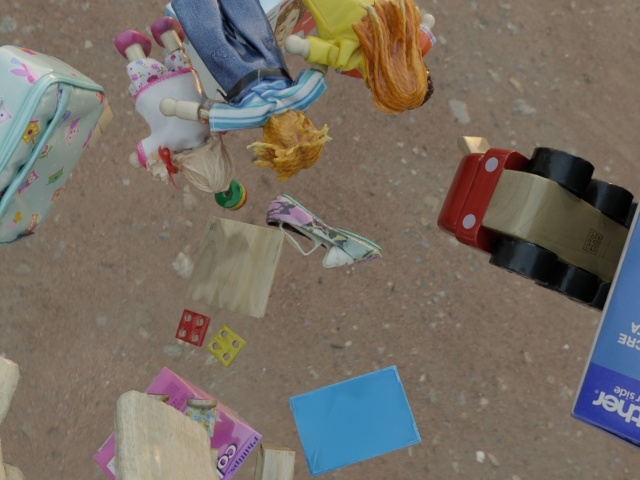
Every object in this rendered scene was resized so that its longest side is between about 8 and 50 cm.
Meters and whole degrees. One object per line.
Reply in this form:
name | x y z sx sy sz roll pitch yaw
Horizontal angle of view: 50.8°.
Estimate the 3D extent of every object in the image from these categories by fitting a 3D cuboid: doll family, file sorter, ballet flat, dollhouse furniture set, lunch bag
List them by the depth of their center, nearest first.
doll family | -0.021 -0.128 0.473 0.263 0.118 0.163 -25 76 -11
lunch bag | -0.414 -0.114 0.904 0.108 0.224 0.279 31 97 -3
dollhouse furniture set | -0.165 0.331 0.943 0.242 0.161 0.212 6 77 -5
file sorter | 0.051 0.285 1.051 0.170 0.104 0.118 -16 70 -5
ballet flat | 0.000 0.000 1.206 0.222 0.077 0.079 29 72 -6

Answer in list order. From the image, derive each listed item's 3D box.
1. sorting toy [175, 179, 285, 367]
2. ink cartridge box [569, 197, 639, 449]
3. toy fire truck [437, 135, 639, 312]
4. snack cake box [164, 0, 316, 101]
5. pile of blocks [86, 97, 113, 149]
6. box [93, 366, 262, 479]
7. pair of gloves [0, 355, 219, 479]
sorting toy | -0.125 0.050 1.025 0.132 0.046 0.274 12 83 23
ink cartridge box | 0.351 0.035 0.575 0.270 0.151 0.395 2 107 -56
toy fire truck | 0.207 -0.044 0.735 0.217 0.246 0.158 20 91 -38
snack cake box | -0.080 -0.298 0.871 0.089 0.152 0.264 39 64 5
pile of blocks | -0.529 -0.212 1.308 0.149 0.362 0.112 36 64 -26
box | -0.273 0.406 1.328 0.213 0.117 0.243 -52 138 -12
pair of gloves | -0.112 0.141 0.282 0.240 0.042 0.204 37 19 -46
